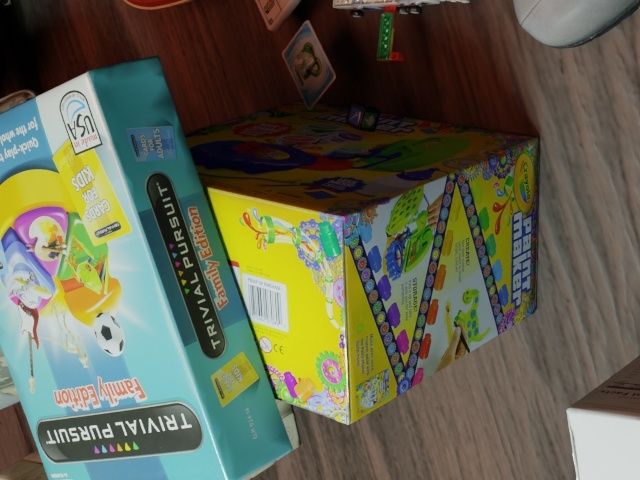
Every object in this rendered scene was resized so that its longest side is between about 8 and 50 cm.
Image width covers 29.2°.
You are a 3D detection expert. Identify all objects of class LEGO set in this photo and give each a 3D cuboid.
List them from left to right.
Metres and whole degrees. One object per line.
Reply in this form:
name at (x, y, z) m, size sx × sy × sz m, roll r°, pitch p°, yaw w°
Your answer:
LEGO set at (0.030, -0.222, 1.144) m, size 0.182 × 0.060 × 0.244 m, roll -49°, pitch 52°, yaw 37°

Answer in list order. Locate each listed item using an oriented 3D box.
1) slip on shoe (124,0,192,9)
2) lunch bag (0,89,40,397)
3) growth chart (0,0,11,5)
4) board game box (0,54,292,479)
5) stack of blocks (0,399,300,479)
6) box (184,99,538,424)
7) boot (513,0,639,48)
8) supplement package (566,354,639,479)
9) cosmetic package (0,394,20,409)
slip on shoe at (-0.113, -0.319, 1.186) m, size 0.331 × 0.101 × 0.123 m, roll -20°, pitch 89°, yaw 46°
lunch bag at (-0.299, 0.028, 1.366) m, size 0.213 × 0.256 × 0.305 m, roll -27°, pitch 62°, yaw 17°
growth chart at (-0.360, -0.384, 1.470) m, size 0.237 × 0.021 × 0.172 m, roll -18°, pitch 92°, yaw 44°
board game box at (-0.185, 0.043, 1.040) m, size 0.254 × 0.079 × 0.336 m, roll -15°, pitch 95°, yaw 45°
stack of blocks at (-0.187, 0.244, 1.358) m, size 0.171 × 0.297 × 0.087 m, roll -2°, pitch 107°, yaw 43°
box at (0.000, 0.000, 1.106) m, size 0.290 × 0.279 × 0.177 m, roll 13°, pitch 114°, yaw 38°
boot at (0.201, -0.257, 0.861) m, size 0.118 × 0.223 × 0.338 m, roll 50°, pitch 132°, yaw 16°
supplement package at (0.335, 0.241, 0.987) m, size 0.204 × 0.145 × 0.261 m, roll 2°, pitch 108°, yaw 42°
cosmetic package at (-0.444, 0.076, 1.643) m, size 0.224 × 0.138 × 0.224 m, roll 50°, pitch 132°, yaw 18°
